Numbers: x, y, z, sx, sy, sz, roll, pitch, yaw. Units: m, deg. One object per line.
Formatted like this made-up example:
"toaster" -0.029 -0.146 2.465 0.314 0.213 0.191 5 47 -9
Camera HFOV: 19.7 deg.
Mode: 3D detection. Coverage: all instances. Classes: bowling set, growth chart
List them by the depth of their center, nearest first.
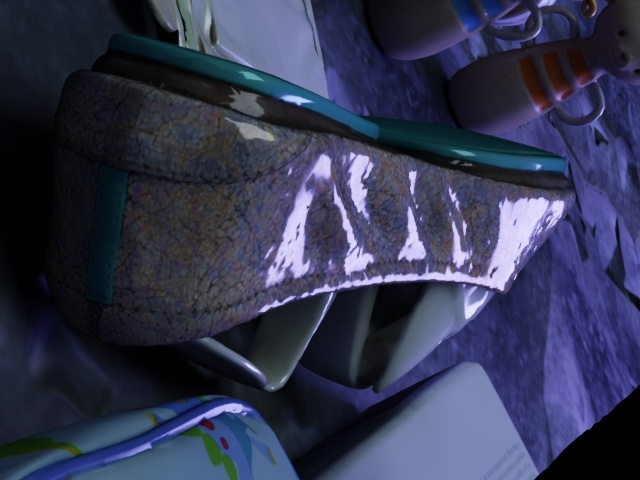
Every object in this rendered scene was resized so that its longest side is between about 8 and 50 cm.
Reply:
"growth chart" -0.041 -0.131 0.761 0.172 0.021 0.237 39 38 -55
"bowling set" 0.087 -0.171 0.934 0.287 0.154 0.200 65 21 -14

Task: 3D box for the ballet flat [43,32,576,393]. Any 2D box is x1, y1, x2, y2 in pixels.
"ballet flat" 0.000 0.000 0.658 0.316 0.108 0.106 7 97 -60

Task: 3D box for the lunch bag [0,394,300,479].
"lunch bag" -0.044 0.148 0.403 0.176 0.090 0.219 -16 89 -71

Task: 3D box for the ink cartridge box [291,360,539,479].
"ink cartridge box" 0.054 0.180 0.626 0.239 0.060 0.275 63 20 2

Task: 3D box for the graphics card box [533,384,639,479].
"graphics card box" 0.132 0.232 0.466 0.233 0.094 0.370 -29 104 -52

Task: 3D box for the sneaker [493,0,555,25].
"sneaker" 0.120 -0.237 1.159 0.153 0.099 0.282 35 38 -55
